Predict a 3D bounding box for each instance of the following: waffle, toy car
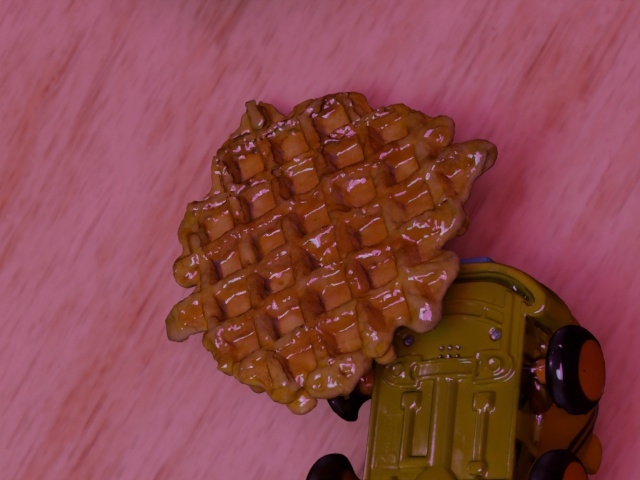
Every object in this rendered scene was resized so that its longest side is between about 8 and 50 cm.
[{"bbox_3d":[0.000,0.000,1.306,0.243,0.059,0.237,17,69,40],"label":"waffle"},{"bbox_3d":[0.109,0.144,1.276,0.200,0.142,0.247,-1,69,34],"label":"toy car"}]
